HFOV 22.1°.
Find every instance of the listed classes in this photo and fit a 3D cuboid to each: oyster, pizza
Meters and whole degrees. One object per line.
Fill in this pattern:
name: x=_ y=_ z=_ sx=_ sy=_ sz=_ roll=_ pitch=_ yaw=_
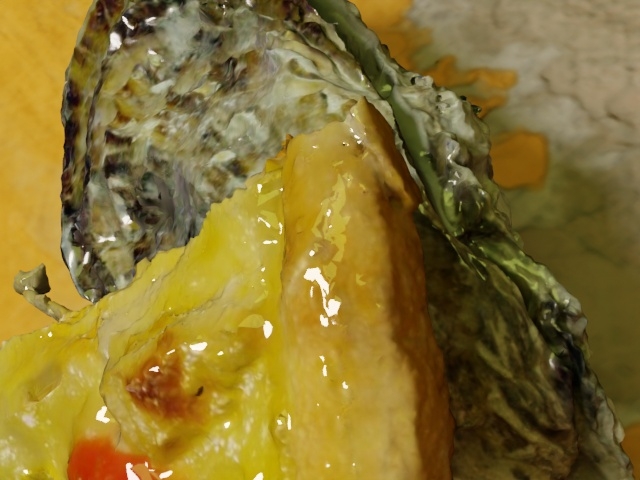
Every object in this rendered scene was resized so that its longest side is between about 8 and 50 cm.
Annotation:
oyster: x=0.004 y=0.000 z=0.687 sx=0.158 sy=0.162 sz=0.351 roll=-15 pitch=48 yaw=-42
pizza: x=-0.072 y=0.103 z=0.610 sx=0.288 sy=0.075 sz=0.280 roll=-6 pitch=89 yaw=41
